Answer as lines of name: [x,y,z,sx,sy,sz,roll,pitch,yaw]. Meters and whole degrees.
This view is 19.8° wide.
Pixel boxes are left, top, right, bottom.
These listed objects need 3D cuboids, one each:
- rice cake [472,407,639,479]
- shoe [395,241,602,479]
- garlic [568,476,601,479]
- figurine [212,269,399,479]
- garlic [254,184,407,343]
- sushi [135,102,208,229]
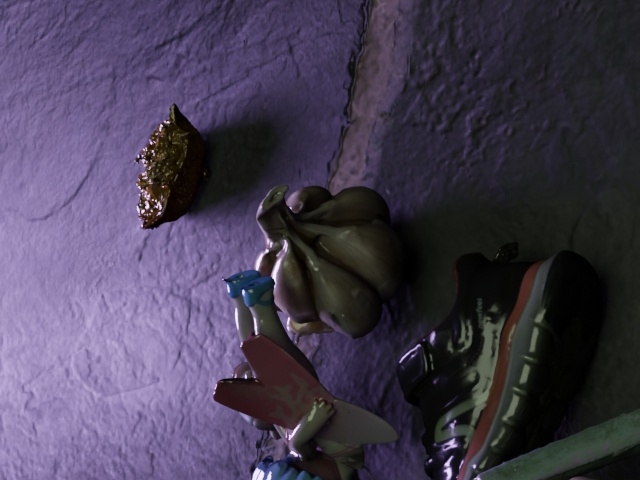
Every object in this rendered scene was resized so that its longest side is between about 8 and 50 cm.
rice cake: [0.211,0.155,1.370,0.208,0.033,0.033,-20,55,-6]
shoe: [0.116,0.133,1.454,0.137,0.114,0.290,22,94,34]
garlic: [0.293,0.269,1.270,0.231,0.246,0.340,-28,61,-7]
figurine: [-0.040,0.149,1.522,0.205,0.103,0.260,6,118,55]
garlic: [0.000,0.000,1.524,0.127,0.194,0.131,5,59,22]
sushi: [-0.143,-0.067,1.707,0.061,0.060,0.118,-3,79,40]
